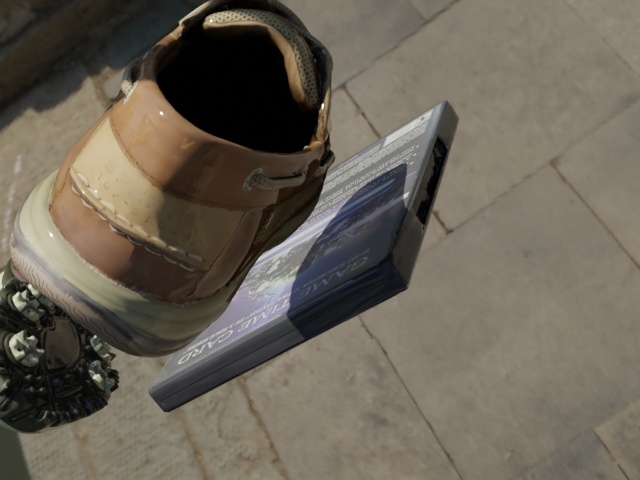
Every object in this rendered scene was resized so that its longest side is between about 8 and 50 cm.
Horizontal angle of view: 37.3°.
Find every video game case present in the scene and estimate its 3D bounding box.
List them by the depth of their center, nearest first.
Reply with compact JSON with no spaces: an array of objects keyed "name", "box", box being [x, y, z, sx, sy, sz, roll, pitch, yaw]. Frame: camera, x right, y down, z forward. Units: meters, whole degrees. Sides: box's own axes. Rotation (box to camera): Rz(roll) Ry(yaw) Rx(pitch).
[{"name":"video game case","box":[0.000,0.000,0.687,0.196,0.026,0.274,-30,17,26]}]

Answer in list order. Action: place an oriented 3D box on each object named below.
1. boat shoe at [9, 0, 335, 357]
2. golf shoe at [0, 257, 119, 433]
[{"name":"boat shoe","box":[-0.037,-0.064,0.493,0.116,0.123,0.324,-54,8,27]},{"name":"golf shoe","box":[-0.219,0.084,0.686,0.120,0.105,0.273,-40,18,1]}]
